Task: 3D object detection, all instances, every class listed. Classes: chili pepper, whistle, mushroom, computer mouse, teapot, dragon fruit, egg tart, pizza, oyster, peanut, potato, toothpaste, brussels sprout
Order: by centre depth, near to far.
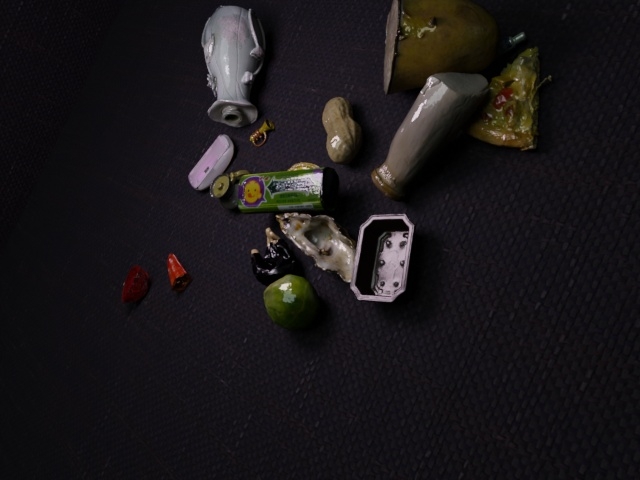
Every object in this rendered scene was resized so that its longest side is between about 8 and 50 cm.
[{"bbox_3d":[0.495,-0.395,1.457,0.279,0.075,0.288,24,91,40],"label":"pizza"},{"bbox_3d":[0.283,-0.288,1.480,0.137,0.154,0.408,49,118,26],"label":"mushroom"},{"bbox_3d":[0.480,-0.525,1.546,0.216,0.037,0.062,-26,56,32],"label":"toothpaste"},{"bbox_3d":[0.336,-0.551,1.555,0.295,0.397,0.290,5,95,3],"label":"potato"},{"bbox_3d":[-0.087,0.190,1.634,0.180,0.162,0.144,-9,30,50],"label":"brussels sprout"},{"bbox_3d":[0.002,0.003,1.662,0.341,0.110,0.167,21,99,37],"label":"oyster"},{"bbox_3d":[0.071,-0.360,1.747,0.123,0.123,0.257,-23,56,29],"label":"peanut"},{"bbox_3d":[-0.050,-0.164,1.786,0.191,0.074,0.192,-13,66,32],"label":"egg tart"},{"bbox_3d":[-0.317,-0.192,1.970,0.166,0.119,0.130,-45,53,14],"label":"teapot"},{"bbox_3d":[-0.218,-0.397,2.036,0.109,0.057,0.046,-40,8,29],"label":"whistle"},{"bbox_3d":[-0.553,0.107,2.076,0.088,0.064,0.169,-47,48,13],"label":"chili pepper"},{"bbox_3d":[-0.424,-0.303,2.135,0.245,0.056,0.126,-49,52,11],"label":"computer mouse"},{"bbox_3d":[-0.737,0.169,2.185,0.106,0.083,0.162,41,108,52],"label":"dragon fruit"}]

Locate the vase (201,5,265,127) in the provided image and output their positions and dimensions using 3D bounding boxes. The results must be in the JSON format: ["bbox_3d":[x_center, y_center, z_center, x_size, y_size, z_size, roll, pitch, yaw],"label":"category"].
[{"bbox_3d":[-0.334,-0.668,2.102,0.249,0.249,0.446,-13,70,33],"label":"vase"}]

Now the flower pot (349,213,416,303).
[{"bbox_3d":[0.189,0.057,1.514,0.178,0.084,0.251,0,72,38],"label":"flower pot"}]

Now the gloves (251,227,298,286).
[{"bbox_3d":[-0.150,0.052,1.756,0.164,0.124,0.204,-12,44,14],"label":"gloves"}]

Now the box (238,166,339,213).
[{"bbox_3d":[-0.105,-0.153,1.719,0.345,0.097,0.134,-1,84,35],"label":"box"}]
